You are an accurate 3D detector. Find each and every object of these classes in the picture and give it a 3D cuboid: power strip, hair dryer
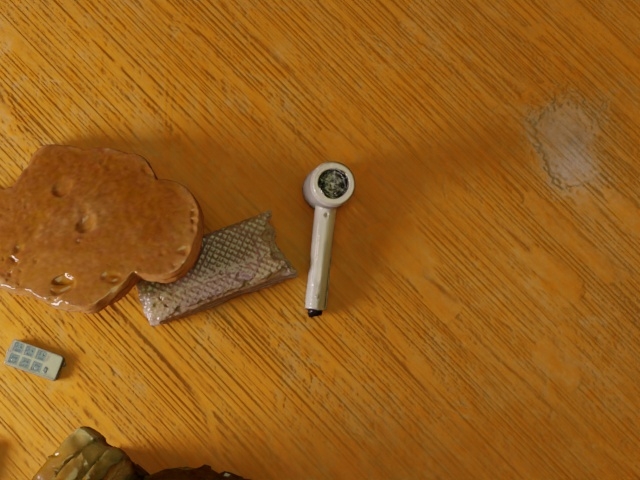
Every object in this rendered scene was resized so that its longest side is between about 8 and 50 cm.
[{"bbox_3d":[-0.425,0.179,1.869,0.090,0.016,0.040,19,74,1],"label":"power strip"},{"bbox_3d":[0.000,0.000,1.906,0.073,0.131,0.236,9,88,-5],"label":"hair dryer"}]

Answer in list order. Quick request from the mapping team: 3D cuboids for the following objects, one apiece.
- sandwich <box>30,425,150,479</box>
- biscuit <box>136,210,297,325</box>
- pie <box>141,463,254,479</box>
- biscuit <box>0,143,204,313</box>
[{"bbox_3d":[-0.366,0.395,1.685,0.099,0.271,0.301,36,75,14],"label":"sandwich"},{"bbox_3d":[-0.163,0.045,1.903,0.239,0.062,0.108,-20,79,-8],"label":"biscuit"},{"bbox_3d":[-0.174,0.454,1.722,0.354,0.103,0.288,20,77,-31],"label":"pie"},{"bbox_3d":[-0.357,-0.016,1.880,0.376,0.051,0.269,7,63,11],"label":"biscuit"}]
